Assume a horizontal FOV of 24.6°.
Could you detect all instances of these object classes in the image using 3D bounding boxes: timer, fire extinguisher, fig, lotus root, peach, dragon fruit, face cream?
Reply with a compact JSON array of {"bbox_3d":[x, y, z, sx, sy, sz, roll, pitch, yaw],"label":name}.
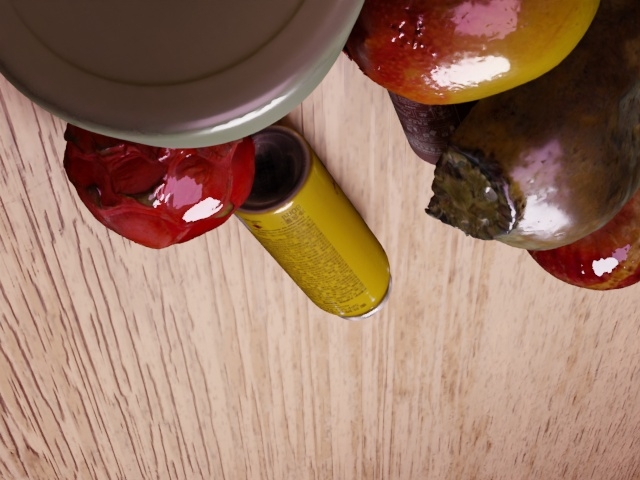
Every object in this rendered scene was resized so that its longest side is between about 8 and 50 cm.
[{"bbox_3d":[-0.099,-0.187,1.123,0.291,0.290,0.315,-20,171,0],"label":"timer"},{"bbox_3d":[0.111,-0.149,1.439,0.105,0.104,0.269,-23,150,5],"label":"fire extinguisher"},{"bbox_3d":[0.316,-0.040,1.657,0.205,0.205,0.205,-15,149,-9],"label":"fig"},{"bbox_3d":[0.233,-0.100,1.400,0.260,0.149,0.267,-38,153,-40],"label":"lotus root"},{"bbox_3d":[0.113,-0.222,1.194,0.231,0.231,0.231,-15,149,-9],"label":"peach"},{"bbox_3d":[-0.142,-0.078,1.318,0.172,0.172,0.209,-24,165,5],"label":"dragon fruit"},{"bbox_3d":[0.000,0.000,1.592,0.105,0.105,0.348,-25,149,8],"label":"face cream"}]
